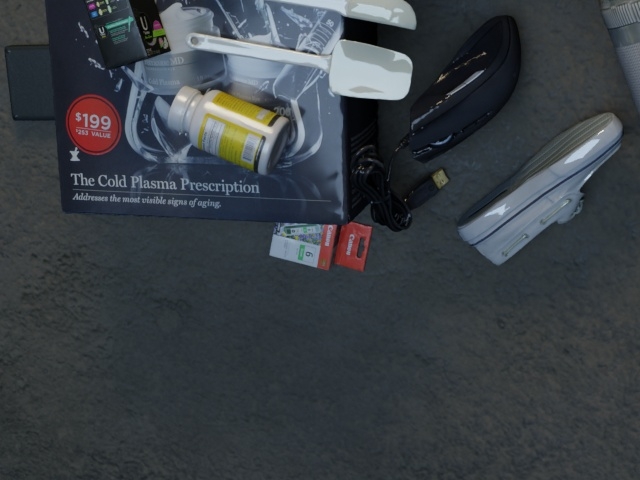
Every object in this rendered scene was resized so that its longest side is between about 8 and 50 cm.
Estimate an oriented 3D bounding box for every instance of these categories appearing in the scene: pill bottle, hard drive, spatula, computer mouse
[{"bbox_3d":[-0.095,-0.117,1.230,0.116,0.065,0.065,24,110,8],"label":"pill bottle"},{"bbox_3d":[-0.326,-0.197,1.489,0.135,0.022,0.094,1,106,15],"label":"hard drive"},{"bbox_3d":[-0.018,-0.239,1.200,0.242,0.019,0.168,11,108,9],"label":"spatula"},{"bbox_3d":[0.148,-0.114,1.318,0.060,0.184,0.262,39,77,26],"label":"computer mouse"}]

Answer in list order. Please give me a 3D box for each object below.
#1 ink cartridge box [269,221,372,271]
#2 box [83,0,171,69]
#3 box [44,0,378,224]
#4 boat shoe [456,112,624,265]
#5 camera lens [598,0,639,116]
[{"bbox_3d":[0.000,0.000,1.447,0.115,0.029,0.062,15,108,12],"label":"ink cartridge box"},{"bbox_3d":[-0.200,-0.225,1.231,0.052,0.062,0.083,-14,100,20],"label":"box"},{"bbox_3d":[-0.115,-0.192,1.346,0.343,0.179,0.312,2,105,15],"label":"box"},{"bbox_3d":[0.259,-0.055,1.340,0.076,0.083,0.226,45,124,-12],"label":"boat shoe"},{"bbox_3d":[0.404,-0.200,1.171,0.219,0.219,0.274,-20,99,20],"label":"camera lens"}]
